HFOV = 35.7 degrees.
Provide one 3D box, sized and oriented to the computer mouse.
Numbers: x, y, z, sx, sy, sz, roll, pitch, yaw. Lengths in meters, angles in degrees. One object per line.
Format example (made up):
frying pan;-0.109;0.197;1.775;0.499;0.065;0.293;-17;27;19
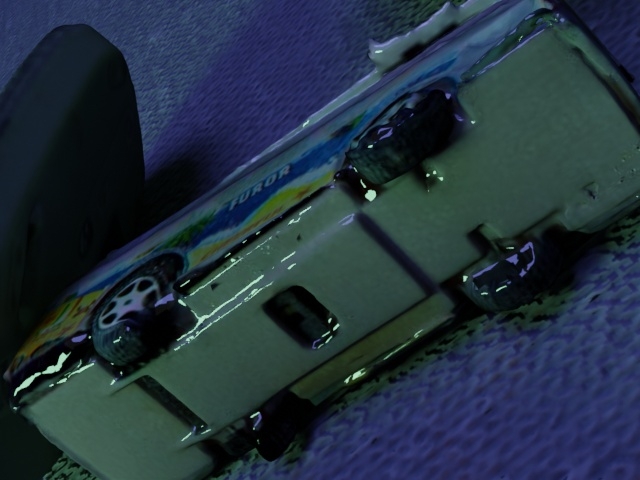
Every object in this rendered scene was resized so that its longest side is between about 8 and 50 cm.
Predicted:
computer mouse;-0.183;0.001;0.606;0.095;0.197;0.331;5;39;2

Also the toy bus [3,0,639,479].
toy bus;0.000;0.000;0.471;0.317;0.112;0.138;-33;26;21
